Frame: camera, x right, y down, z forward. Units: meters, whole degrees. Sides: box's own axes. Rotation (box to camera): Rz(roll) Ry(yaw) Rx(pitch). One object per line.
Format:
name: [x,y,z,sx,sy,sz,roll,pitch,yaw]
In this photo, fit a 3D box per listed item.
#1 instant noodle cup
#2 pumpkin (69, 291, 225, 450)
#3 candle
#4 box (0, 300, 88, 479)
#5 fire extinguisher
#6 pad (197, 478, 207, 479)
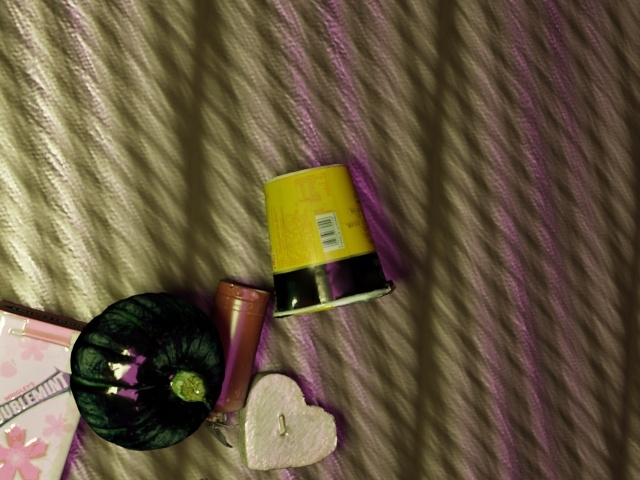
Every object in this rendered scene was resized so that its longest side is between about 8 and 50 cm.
instant noodle cup: [0.000,0.000,1.500,0.215,0.215,0.236,-12,90,-15]
pumpkin: [-0.243,0.209,1.355,0.247,0.248,0.248,-1,94,-16]
candle: [-0.075,0.333,1.559,0.168,0.068,0.192,-45,102,-12]
box: [-0.489,0.299,1.423,0.190,0.112,0.370,19,90,-16]
fire extinguisher: [-0.156,0.208,1.510,0.104,0.105,0.269,14,89,-16]
pad: [-0.269,0.587,1.550,0.269,0.012,0.269,-25,100,-13]
